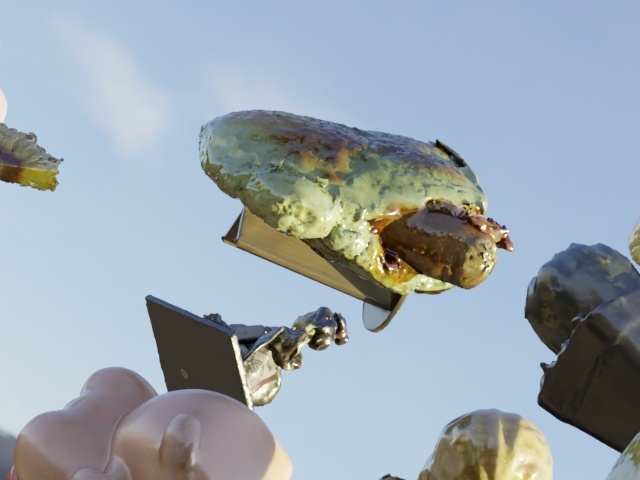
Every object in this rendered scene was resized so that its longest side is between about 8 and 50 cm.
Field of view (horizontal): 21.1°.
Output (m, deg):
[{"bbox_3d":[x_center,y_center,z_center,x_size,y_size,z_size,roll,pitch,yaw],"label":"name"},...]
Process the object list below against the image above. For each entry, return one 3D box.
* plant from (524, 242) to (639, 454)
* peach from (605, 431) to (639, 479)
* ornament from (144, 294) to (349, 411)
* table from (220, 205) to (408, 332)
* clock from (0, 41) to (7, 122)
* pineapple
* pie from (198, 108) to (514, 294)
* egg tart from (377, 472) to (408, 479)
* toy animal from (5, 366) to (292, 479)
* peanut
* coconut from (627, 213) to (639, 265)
[{"bbox_3d":[0.296,0.116,1.638,0.256,0.164,0.142,54,-47,29],"label":"plant"},{"bbox_3d":[0.307,0.219,1.041,0.315,0.282,0.314,-115,-165,-46],"label":"peach"},{"bbox_3d":[-0.053,0.102,1.775,0.166,0.196,0.153,20,-52,47],"label":"ornament"},{"bbox_3d":[0.000,0.000,2.199,0.227,0.167,0.167,23,-13,-15],"label":"table"},{"bbox_3d":[-0.443,-0.118,1.660,0.275,0.290,0.080,-97,165,-53],"label":"clock"},{"bbox_3d":[-0.201,-0.056,1.062,0.083,0.019,0.045,12,37,-25],"label":"pineapple"},{"bbox_3d":[0.026,-0.049,1.525,0.275,0.105,0.257,15,23,-11],"label":"pie"},{"bbox_3d":[0.121,0.419,1.823,0.388,0.387,0.169,25,26,22],"label":"egg tart"},{"bbox_3d":[-0.138,0.176,1.264,0.198,0.171,0.171,-11,-36,26],"label":"toy animal"},{"bbox_3d":[0.183,0.292,1.998,0.140,0.153,0.325,0,-29,-9],"label":"peanut"},{"bbox_3d":[0.397,-0.014,1.834,0.116,0.122,0.116,26,18,-9],"label":"coconut"}]
